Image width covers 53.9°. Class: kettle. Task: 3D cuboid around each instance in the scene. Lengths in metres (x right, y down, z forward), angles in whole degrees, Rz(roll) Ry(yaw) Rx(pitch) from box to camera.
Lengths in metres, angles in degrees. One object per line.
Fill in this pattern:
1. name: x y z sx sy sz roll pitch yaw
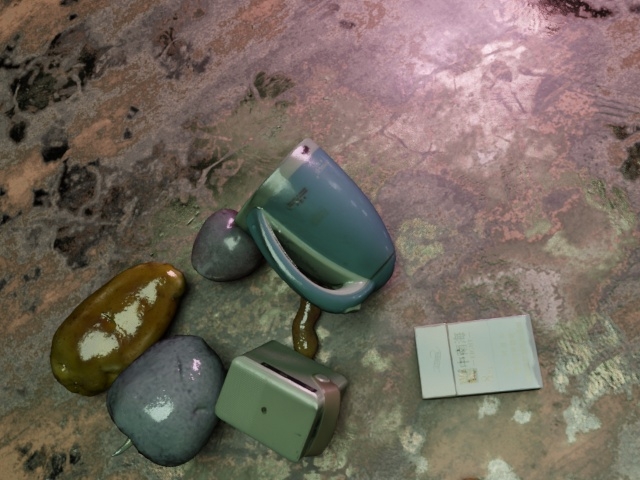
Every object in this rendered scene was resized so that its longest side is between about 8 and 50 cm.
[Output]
1. kettle: 0.000 0.000 1.346 0.342 0.247 0.319 43 44 -3

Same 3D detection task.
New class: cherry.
1. cherry: -0.211 0.019 1.463 0.176 0.140 0.176 -4 78 19
2. cherry: -0.326 0.341 1.335 0.296 0.218 0.255 -53 34 -15

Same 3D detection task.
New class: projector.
1. projector: -0.067 0.329 1.299 0.242 0.177 0.163 24 104 20

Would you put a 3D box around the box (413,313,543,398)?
1. box: 0.324 0.246 1.315 0.243 0.067 0.155 -9 70 9

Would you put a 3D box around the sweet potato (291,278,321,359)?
1. sweet potato: -0.031 0.176 1.421 0.065 0.051 0.218 1 72 16

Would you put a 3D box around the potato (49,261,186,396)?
1. potato: -0.466 0.195 1.455 0.369 0.176 0.195 -48 36 -9

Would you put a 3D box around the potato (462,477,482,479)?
1. potato: 0.319 0.526 1.226 0.091 0.070 0.138 -44 71 -5
